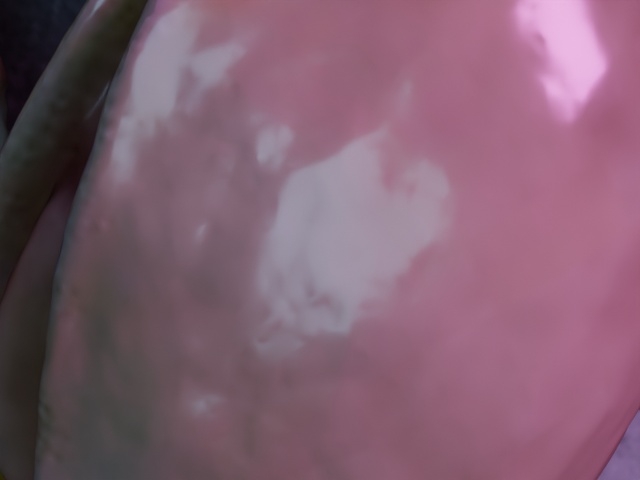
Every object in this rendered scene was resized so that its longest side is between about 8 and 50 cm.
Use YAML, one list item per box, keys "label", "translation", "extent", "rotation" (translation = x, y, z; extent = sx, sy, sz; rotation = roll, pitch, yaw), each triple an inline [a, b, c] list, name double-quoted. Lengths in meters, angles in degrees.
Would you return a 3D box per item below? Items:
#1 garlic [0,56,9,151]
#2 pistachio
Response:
- label: "garlic"
  translation: [-0.278, 0.018, 0.655]
  extent: [0.340, 0.246, 0.231]
  rotation: [-19, 102, -19]
- label: "pistachio"
  translation: [0.000, 0.000, 0.606]
  extent: [0.230, 0.230, 0.309]
  rotation: [33, 104, 3]
